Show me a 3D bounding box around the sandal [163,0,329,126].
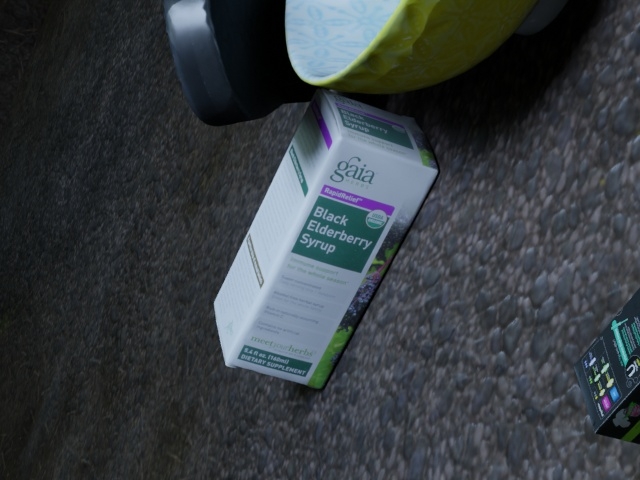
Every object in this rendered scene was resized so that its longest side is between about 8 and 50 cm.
[{"bbox_3d":[-0.013,-0.194,1.314,0.446,0.107,0.167,-57,-46,-67],"label":"sandal"}]

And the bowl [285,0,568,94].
[{"bbox_3d":[0.104,-0.228,1.114,0.289,0.156,0.289,-49,32,46],"label":"bowl"}]

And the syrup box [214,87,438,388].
[{"bbox_3d":[0.000,0.000,1.289,0.237,0.093,0.096,-62,24,26],"label":"syrup box"}]

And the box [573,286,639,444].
[{"bbox_3d":[0.189,0.067,0.828,0.083,0.062,0.052,-58,28,35],"label":"box"}]
